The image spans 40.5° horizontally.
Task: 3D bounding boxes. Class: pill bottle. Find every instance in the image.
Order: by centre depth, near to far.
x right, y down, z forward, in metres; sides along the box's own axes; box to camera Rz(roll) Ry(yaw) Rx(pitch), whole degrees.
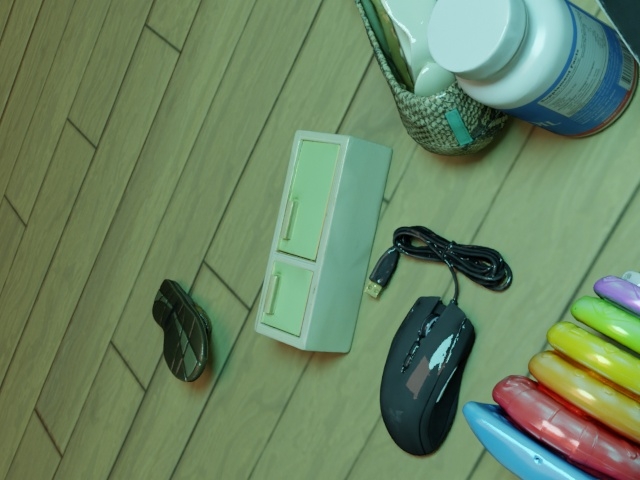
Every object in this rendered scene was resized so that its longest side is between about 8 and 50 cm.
[{"bbox_3d":[0.206,-0.182,0.849,0.124,0.221,0.124,-11,75,44],"label":"pill bottle"}]

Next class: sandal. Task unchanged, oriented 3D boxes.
[{"bbox_3d":[-0.205,0.135,1.332,0.090,0.060,0.219,-60,33,11],"label":"sandal"}]

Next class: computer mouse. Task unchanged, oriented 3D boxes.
[{"bbox_3d":[0.099,0.107,1.021,0.184,0.060,0.262,30,104,43],"label":"computer mouse"}]

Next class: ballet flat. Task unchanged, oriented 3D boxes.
[{"bbox_3d":[0.093,-0.327,1.016,0.164,0.182,0.483,-23,64,14],"label":"ballet flat"}]

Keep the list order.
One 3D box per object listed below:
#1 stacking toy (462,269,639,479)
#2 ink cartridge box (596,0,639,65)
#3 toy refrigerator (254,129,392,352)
[{"bbox_3d":[0.281,0.090,0.794,0.175,0.165,0.302,30,93,31],"label":"stacking toy"},{"bbox_3d":[0.365,-0.127,0.661,0.175,0.069,0.371,-33,94,42],"label":"ink cartridge box"},{"bbox_3d":[0.000,0.000,1.117,0.102,0.094,0.270,15,94,45],"label":"toy refrigerator"}]
